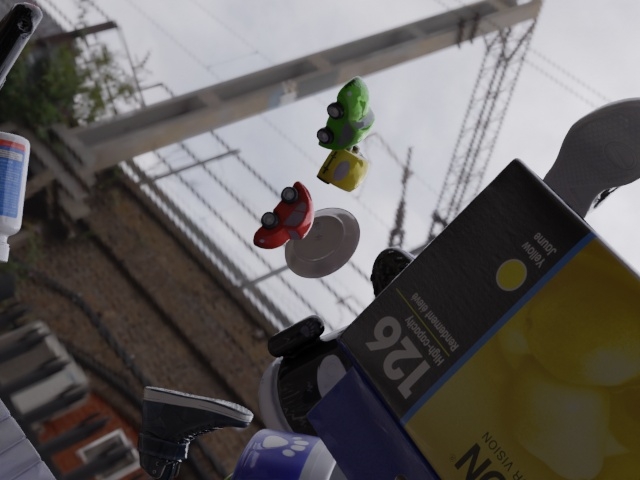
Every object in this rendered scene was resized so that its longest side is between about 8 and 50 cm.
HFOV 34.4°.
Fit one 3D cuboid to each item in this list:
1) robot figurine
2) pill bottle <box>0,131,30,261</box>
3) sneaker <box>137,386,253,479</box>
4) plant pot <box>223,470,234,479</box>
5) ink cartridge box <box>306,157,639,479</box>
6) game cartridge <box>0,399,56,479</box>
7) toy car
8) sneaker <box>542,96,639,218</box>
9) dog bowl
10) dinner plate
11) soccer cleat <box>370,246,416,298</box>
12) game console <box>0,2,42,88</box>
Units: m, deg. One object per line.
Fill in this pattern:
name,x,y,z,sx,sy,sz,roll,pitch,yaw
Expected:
robot figurine,0.033,0.224,1.594,0.278,0.173,0.209,-27,-110,34
pill bottle,-0.586,-0.076,1.824,0.124,0.124,0.222,-5,-102,53
sneaker,-0.231,0.361,1.867,0.226,0.086,0.164,5,-100,27
plant pot,-0.073,0.589,1.942,0.366,0.366,0.353,42,-21,29
ink cartridge box,0.145,0.135,0.820,0.307,0.072,0.304,-46,-129,9
game cartridge,-0.495,0.322,1.262,0.230,0.355,0.068,51,-58,6
toy car,0.019,-0.104,1.299,0.053,0.239,0.225,35,-44,11
sneaker,0.383,-0.132,1.322,0.104,0.147,0.296,43,-21,8
dog bowl,-0.041,0.353,1.183,0.104,0.265,0.265,9,-58,13
dinner plate,0.000,0.000,1.743,0.141,0.141,0.017,29,-17,41
soccer cleat,0.196,0.129,1.450,0.318,0.116,0.109,47,-52,25
game console,-0.448,-0.053,1.137,0.060,0.387,0.342,35,-34,-24
